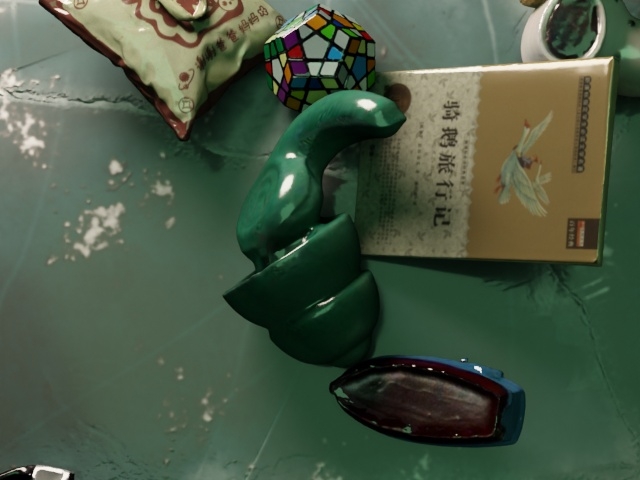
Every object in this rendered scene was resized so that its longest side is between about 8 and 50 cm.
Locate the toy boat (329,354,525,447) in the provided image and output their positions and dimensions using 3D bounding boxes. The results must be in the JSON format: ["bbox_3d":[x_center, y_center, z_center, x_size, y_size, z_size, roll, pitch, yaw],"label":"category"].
[{"bbox_3d":[0.115,0.173,1.375,0.223,0.097,0.100,7,87,22],"label":"toy boat"}]

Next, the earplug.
[{"bbox_3d":[0.004,-0.003,1.371,0.257,0.164,0.280,-26,94,-2],"label":"earplug"}]

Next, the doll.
[{"bbox_3d":[0.274,-0.176,1.378,0.208,0.144,0.271,41,83,-1],"label":"doll"}]

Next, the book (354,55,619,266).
[{"bbox_3d":[0.170,-0.085,1.356,0.310,0.021,0.217,2,83,38],"label":"book"}]

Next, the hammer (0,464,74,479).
[{"bbox_3d":[-0.366,0.448,1.354,0.152,0.044,0.427,15,68,9],"label":"hammer"}]

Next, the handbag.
[{"bbox_3d":[-0.168,-0.253,1.431,0.235,0.127,0.213,43,66,4],"label":"handbag"}]

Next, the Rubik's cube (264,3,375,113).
[{"bbox_3d":[0.000,-0.203,1.420,0.112,0.133,0.133,15,84,35],"label":"Rubik's cube"}]
